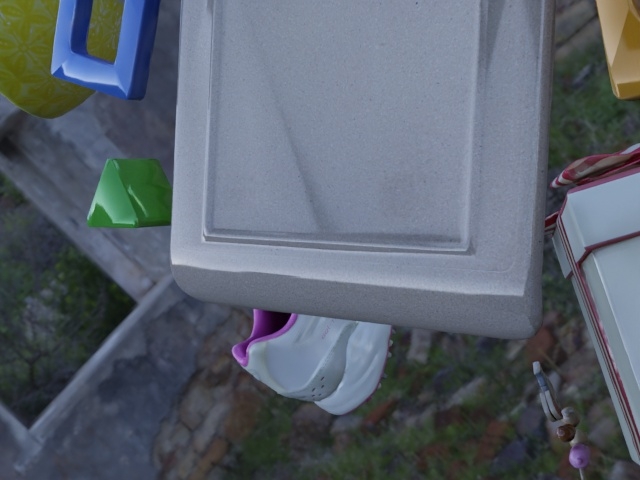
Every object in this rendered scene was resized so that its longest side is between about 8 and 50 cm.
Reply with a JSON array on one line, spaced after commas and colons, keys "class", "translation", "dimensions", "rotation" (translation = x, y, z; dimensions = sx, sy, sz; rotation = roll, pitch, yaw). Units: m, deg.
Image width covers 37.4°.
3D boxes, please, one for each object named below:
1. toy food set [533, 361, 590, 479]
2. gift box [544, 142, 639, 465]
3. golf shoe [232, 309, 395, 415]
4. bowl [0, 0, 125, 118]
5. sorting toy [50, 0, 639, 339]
[{"class": "toy food set", "translation": [0.242, 0.181, 0.922], "dimensions": [0.019, 0.122, 0.078], "rotation": [-22, 33, 19]}, {"class": "gift box", "translation": [0.318, 0.039, 0.771], "dimensions": [0.255, 0.258, 0.276], "rotation": [-17, -9, 3]}, {"class": "golf shoe", "translation": [0.000, 0.000, 0.875], "dimensions": [0.115, 0.140, 0.306], "rotation": [-35, 44, 56]}, {"class": "bowl", "translation": [-0.275, -0.287, 0.979], "dimensions": [0.156, 0.289, 0.289], "rotation": [-21, 14, 11]}, {"class": "sorting toy", "translation": [0.016, -0.065, 0.387], "dimensions": [0.348, 0.196, 0.047], "rotation": [4, 6, 38]}]
